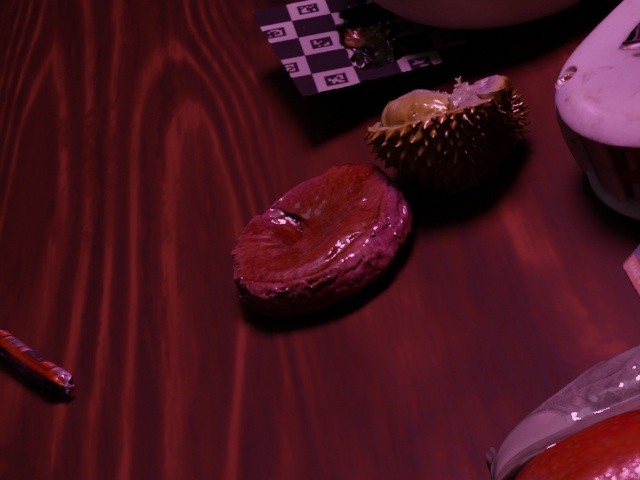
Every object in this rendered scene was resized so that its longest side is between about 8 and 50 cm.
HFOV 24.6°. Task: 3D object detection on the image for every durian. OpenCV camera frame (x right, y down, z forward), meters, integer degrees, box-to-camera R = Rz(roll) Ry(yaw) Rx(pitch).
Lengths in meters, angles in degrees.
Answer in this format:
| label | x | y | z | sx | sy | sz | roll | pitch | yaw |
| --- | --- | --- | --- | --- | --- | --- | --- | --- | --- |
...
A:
| label | x | y | z | sx | sy | sz | roll | pitch | yaw |
| --- | --- | --- | --- | --- | --- | --- | --- | --- | --- |
| durian | 0.120 | -0.098 | 1.336 | 0.146 | 0.102 | 0.208 | -12 | 12 | 21 |

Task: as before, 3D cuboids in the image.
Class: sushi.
| label | x | y | z | sx | sy | sz | roll | pitch | yaw |
| --- | --- | --- | --- | --- | --- | --- | --- | --- | --- |
| sushi | 0.045 | -0.201 | 1.571 | 0.192 | 0.050 | 0.215 | -14 | 35 | -8 |

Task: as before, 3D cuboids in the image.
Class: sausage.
| label | x | y | z | sx | sy | sz | roll | pitch | yaw |
| --- | --- | --- | --- | --- | --- | --- | --- | --- | --- |
| sausage | -0.282 | 0.111 | 1.399 | 0.028 | 0.025 | 0.198 | -9 | 19 | -35 |

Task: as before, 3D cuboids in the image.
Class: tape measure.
| label | x | y | z | sx | sy | sz | roll | pitch | yaw |
| --- | --- | --- | --- | --- | --- | --- | --- | --- | --- |
| tape measure | 0.320 | -0.123 | 1.174 | 0.265 | 0.130 | 0.258 | 4 | 46 | 41 |

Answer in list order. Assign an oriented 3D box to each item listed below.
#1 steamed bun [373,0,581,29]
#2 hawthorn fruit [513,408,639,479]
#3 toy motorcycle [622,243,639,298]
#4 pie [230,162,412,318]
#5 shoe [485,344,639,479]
| label | x | y | z | sx | sy | sz | roll | pitch | yaw |
| --- | --- | --- | --- | --- | --- | --- | --- | --- | --- |
| steamed bun | 0.174 | -0.337 | 1.513 | 0.324 | 0.206 | 0.324 | -12 | 33 | 8 |
| hawthorn fruit | 0.197 | 0.176 | 0.815 | 0.188 | 0.169 | 0.169 | -15 | 33 | 9 |
| toy motorcycle | 0.338 | -0.037 | 0.961 | 0.263 | 0.157 | 0.091 | -54 | 23 | 20 |
| pie | 0.000 | 0.000 | 1.318 | 0.182 | 0.049 | 0.182 | -24 | 32 | 16 |
| shoe | 0.225 | 0.109 | 0.942 | 0.275 | 0.103 | 0.098 | -25 | 17 | 1 |
